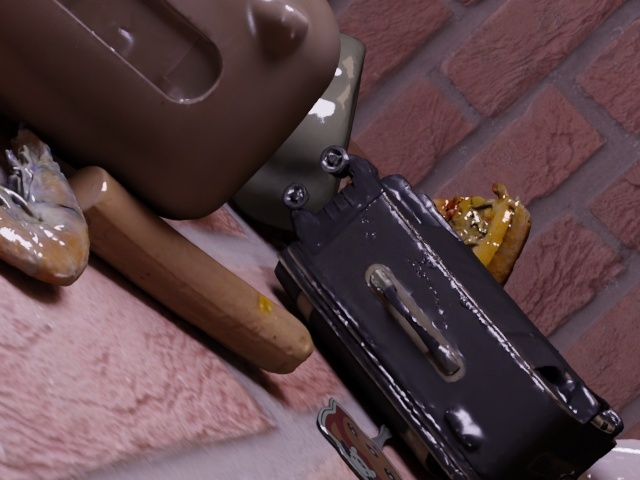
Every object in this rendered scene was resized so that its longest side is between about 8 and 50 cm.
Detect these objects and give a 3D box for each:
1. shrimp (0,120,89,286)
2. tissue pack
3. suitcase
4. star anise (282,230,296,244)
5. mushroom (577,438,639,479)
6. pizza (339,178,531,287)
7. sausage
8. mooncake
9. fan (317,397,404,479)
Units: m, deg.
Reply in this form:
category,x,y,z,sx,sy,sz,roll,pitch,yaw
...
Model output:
category,x,y,z,sx,sy,sz,roll,pitch,yaw
shrimp,-0.231,-0.039,1.160,0.126,0.047,0.223,31,17,-28
tissue pack,-0.180,-0.205,1.323,0.387,0.267,0.277,42,-2,-9
suitcase,0.133,0.113,1.735,0.434,0.194,0.283,49,8,26
star anise,0.000,0.000,2.075,0.168,0.057,0.168,46,7,-7
mushroom,0.314,0.361,1.822,0.236,0.173,0.162,-60,149,-44
pizza,0.140,-0.004,1.961,0.074,0.251,0.287,29,34,-57
sausage,-0.111,0.033,1.333,0.301,0.066,0.066,42,10,-40
mooncake,-0.025,-0.139,1.945,0.135,0.274,0.275,15,7,4
fan,0.051,0.206,1.540,0.132,0.009,0.220,50,10,4
